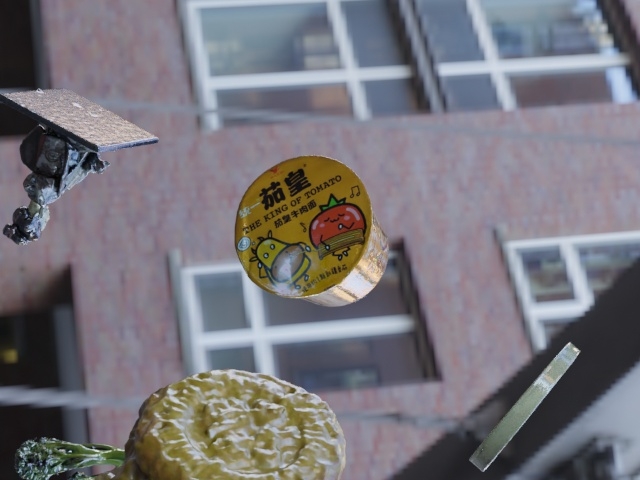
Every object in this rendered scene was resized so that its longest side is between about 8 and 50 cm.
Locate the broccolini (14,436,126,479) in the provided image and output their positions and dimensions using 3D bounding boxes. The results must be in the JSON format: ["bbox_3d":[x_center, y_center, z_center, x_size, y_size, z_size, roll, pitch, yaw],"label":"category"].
[{"bbox_3d":[-0.290,0.368,2.613,0.079,0.392,0.074,-71,167,-54],"label":"broccolini"}]

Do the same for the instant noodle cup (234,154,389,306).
[{"bbox_3d":[0.000,0.000,2.463,0.172,0.216,0.215,39,39,-65],"label":"instant noodle cup"}]

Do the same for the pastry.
[{"bbox_3d":[-0.093,0.231,1.743,0.132,0.235,0.240,-67,172,31],"label":"pastry"}]

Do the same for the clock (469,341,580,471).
[{"bbox_3d":[0.306,0.247,2.478,0.029,0.235,0.235,41,-24,9],"label":"clock"}]

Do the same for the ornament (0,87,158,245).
[{"bbox_3d":[-0.326,-0.071,2.069,0.166,0.153,0.196,-18,135,-65],"label":"ornament"}]
